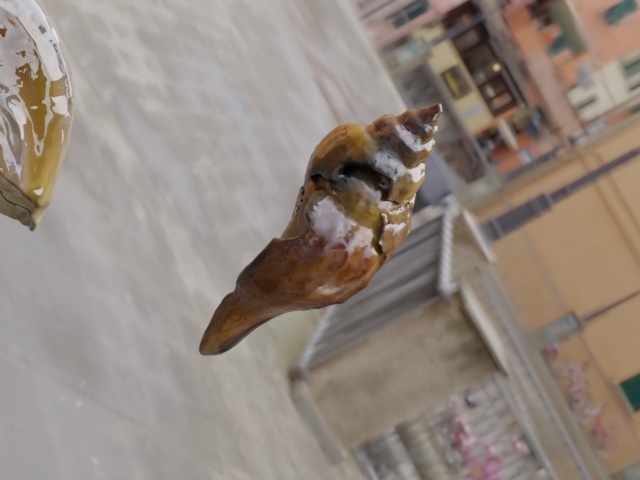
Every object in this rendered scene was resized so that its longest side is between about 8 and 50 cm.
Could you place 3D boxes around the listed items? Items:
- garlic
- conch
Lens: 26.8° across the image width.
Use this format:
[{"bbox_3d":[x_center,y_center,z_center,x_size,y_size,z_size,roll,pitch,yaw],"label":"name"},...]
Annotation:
[{"bbox_3d":[-0.192,-0.102,0.670,0.195,0.087,0.101,42,61,-28],"label":"garlic"},{"bbox_3d":[0.005,0.002,0.864,0.080,0.232,0.086,34,12,3],"label":"conch"}]
